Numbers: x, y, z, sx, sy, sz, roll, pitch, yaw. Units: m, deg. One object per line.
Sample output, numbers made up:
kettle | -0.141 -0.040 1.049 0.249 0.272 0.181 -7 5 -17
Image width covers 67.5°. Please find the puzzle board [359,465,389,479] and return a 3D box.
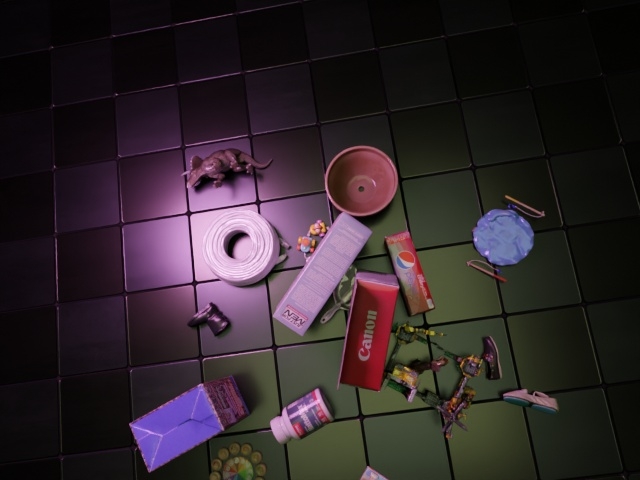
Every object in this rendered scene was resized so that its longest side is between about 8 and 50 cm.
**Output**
puzzle board | 0.175 0.768 1.459 0.128 0.011 0.097 30 84 10

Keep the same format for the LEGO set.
LEGO set | 0.327 0.395 1.424 0.331 0.192 0.255 34 84 10

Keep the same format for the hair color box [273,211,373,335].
hair color box | 0.005 0.098 1.492 0.113 0.185 0.375 35 90 -1

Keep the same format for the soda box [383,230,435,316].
soda box | 0.282 0.107 1.535 0.083 0.092 0.264 -17 78 2

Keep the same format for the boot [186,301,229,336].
boot | -0.370 0.275 1.591 0.121 0.045 0.099 -40 82 -4

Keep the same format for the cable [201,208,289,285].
cable | -0.268 0.023 1.604 0.257 0.089 0.257 -44 79 -4

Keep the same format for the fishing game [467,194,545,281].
fishing game | 0.591 -0.009 1.558 0.189 0.041 0.264 26 88 17

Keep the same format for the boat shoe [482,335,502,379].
boat shoe | 0.527 0.365 1.484 0.041 0.049 0.133 -8 83 -4

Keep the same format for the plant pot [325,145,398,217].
plant pot | 0.137 -0.185 1.597 0.237 0.110 0.238 -1 79 6

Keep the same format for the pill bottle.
pill bottle | -0.057 0.548 1.475 0.180 0.108 0.108 -31 78 -1

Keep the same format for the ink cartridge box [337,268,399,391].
ink cartridge box | 0.139 0.260 1.393 0.129 0.272 0.310 10 96 6

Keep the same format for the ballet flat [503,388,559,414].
ballet flat | 0.637 0.482 1.458 0.168 0.057 0.053 16 53 5

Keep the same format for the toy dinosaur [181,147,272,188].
toy dinosaur | -0.326 -0.271 1.649 0.313 0.121 0.160 -25 44 -13

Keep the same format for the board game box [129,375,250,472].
board game box | -0.370 0.527 1.414 0.231 0.291 0.141 -29 77 -1

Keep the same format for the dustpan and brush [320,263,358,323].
dustpan and brush | 0.078 0.192 1.554 0.211 0.060 0.147 -45 79 -4

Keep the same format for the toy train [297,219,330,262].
toy train | 0.000 0.000 1.606 0.166 0.046 0.125 -39 78 -3

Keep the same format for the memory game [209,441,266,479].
memory game | -0.260 0.732 1.506 0.185 0.012 0.187 -1 79 5
